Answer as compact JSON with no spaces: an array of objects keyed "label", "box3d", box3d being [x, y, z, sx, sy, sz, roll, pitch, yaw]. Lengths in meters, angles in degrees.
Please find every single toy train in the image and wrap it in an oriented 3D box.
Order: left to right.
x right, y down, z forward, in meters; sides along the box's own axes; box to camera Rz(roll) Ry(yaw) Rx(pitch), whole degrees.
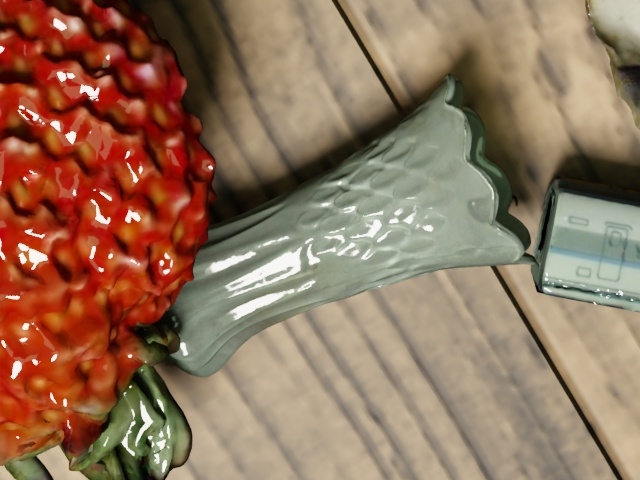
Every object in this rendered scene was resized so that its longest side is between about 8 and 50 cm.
[{"label":"toy train","box3d":[0.210,0.021,0.736,0.251,0.055,0.048,11,93,-1]}]

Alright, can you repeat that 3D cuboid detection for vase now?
[{"label":"vase","box3d":[0.000,0.000,0.728,0.148,0.081,0.081,-23,100,10]}]

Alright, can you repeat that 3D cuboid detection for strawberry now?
[{"label":"strawberry","box3d":[-0.137,-0.024,0.679,0.188,0.106,0.286,-14,94,36]}]

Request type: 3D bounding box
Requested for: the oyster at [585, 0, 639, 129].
[{"label":"oyster","box3d":[0.196,-0.009,0.674,0.128,0.078,0.345,-22,74,-10]}]
